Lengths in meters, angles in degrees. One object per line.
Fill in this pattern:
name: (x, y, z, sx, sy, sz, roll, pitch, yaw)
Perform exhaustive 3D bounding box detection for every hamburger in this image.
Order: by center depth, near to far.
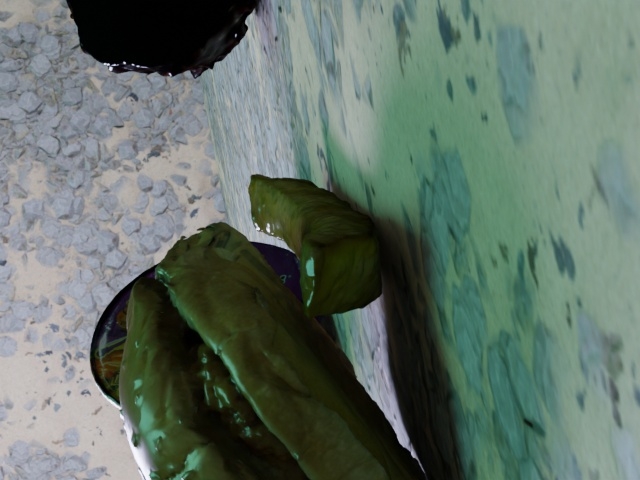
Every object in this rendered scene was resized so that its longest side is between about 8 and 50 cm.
hamburger: (-0.037, 0.124, 0.802, 0.259, 0.145, 0.283, 49, -173, -17)

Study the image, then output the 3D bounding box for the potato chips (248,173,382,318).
potato chips: (0.000, 0.000, 0.846, 0.407, 0.080, 0.057, -130, 46, -79)

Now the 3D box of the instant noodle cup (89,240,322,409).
instant noodle cup: (-0.095, 0.151, 1.261, 0.251, 0.251, 0.190, -110, 2, -51)

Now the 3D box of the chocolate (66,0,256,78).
chocolate: (-0.144, -0.266, 1.271, 0.206, 0.224, 0.177, 40, -173, 23)
